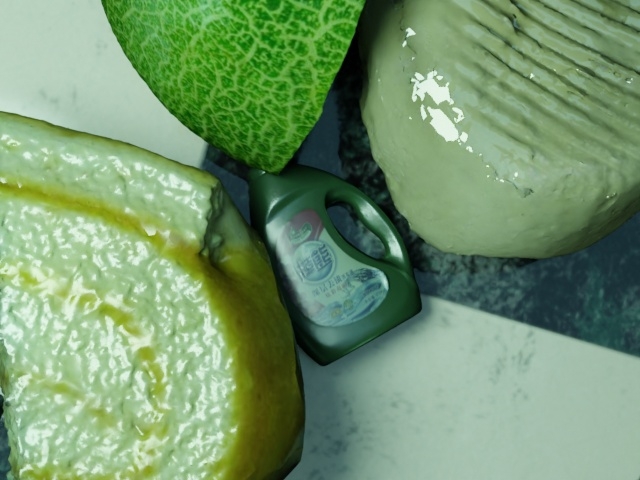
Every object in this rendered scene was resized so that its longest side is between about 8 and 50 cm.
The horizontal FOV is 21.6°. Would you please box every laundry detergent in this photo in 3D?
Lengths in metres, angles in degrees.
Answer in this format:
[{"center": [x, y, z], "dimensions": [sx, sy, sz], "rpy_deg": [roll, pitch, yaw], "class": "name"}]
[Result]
[{"center": [0.000, 0.000, 1.566], "dimensions": [0.137, 0.063, 0.211], "rpy_deg": [-28, 86, -7], "class": "laundry detergent"}]

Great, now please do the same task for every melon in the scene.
[{"center": [-0.051, -0.259, 1.437], "dimensions": [0.226, 0.343, 0.331], "rpy_deg": [-20, 74, -21], "class": "melon"}]

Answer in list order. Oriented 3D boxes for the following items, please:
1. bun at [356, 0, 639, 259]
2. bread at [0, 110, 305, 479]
[{"center": [0.185, -0.153, 1.509], "dimensions": [0.326, 0.234, 0.362], "rpy_deg": [3, 71, -10], "class": "bun"}, {"center": [-0.159, 0.074, 1.468], "dimensions": [0.264, 0.239, 0.395], "rpy_deg": [-6, 86, -8], "class": "bread"}]
